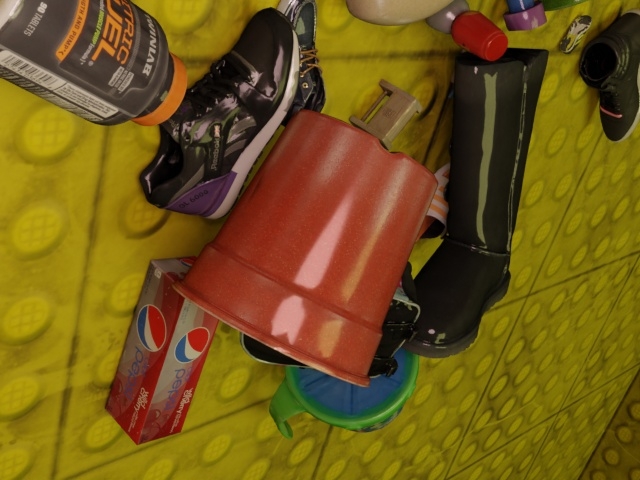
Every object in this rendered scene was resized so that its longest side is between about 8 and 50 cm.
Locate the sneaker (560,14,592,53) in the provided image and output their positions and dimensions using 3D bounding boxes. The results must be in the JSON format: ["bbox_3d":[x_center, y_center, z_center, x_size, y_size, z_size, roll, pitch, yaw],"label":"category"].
[{"bbox_3d":[0.485,-0.392,1.636,0.083,0.031,0.035,-51,160,5],"label":"sneaker"}]

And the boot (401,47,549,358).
[{"bbox_3d":[0.242,-0.076,1.397,0.367,0.146,0.445,-37,139,-55],"label":"boot"}]

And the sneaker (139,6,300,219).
[{"bbox_3d":[-0.126,-0.154,1.048,0.124,0.107,0.283,8,115,-46],"label":"sneaker"}]

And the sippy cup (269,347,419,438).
[{"bbox_3d":[0.068,0.243,1.554,0.224,0.305,0.240,68,25,-64],"label":"sippy cup"}]

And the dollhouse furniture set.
[{"bbox_3d":[0.106,-0.121,1.329,0.183,0.129,0.129,-51,147,-2],"label":"dollhouse furniture set"}]

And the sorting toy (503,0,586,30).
[{"bbox_3d":[0.435,-0.477,1.459,0.365,0.127,0.126,-31,112,-25],"label":"sorting toy"}]

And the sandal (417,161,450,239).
[{"bbox_3d":[0.197,-0.025,1.575,0.265,0.076,0.102,-49,147,-6],"label":"sandal"}]

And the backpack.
[{"bbox_3d":[0.001,0.094,1.313,0.253,0.191,0.225,5,137,-20],"label":"backpack"}]

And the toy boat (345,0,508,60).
[{"bbox_3d":[0.155,-0.369,1.164,0.267,0.148,0.318,-42,141,2],"label":"toy boat"}]

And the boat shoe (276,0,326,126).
[{"bbox_3d":[-0.022,-0.230,1.115,0.065,0.083,0.183,-16,132,-42],"label":"boat shoe"}]

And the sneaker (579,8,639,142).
[{"bbox_3d":[0.590,-0.316,1.770,0.147,0.104,0.295,-30,134,-28],"label":"sneaker"}]

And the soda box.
[{"bbox_3d":[-0.219,0.157,1.224,0.083,0.092,0.263,-7,125,-48],"label":"soda box"}]

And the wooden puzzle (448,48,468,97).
[{"bbox_3d":[0.256,-0.298,1.453,0.078,0.014,0.116,-18,134,-40],"label":"wooden puzzle"}]

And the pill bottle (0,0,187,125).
[{"bbox_3d":[-0.239,-0.194,0.845,0.130,0.130,0.246,-56,147,5],"label":"pill bottle"}]

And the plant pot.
[{"bbox_3d":[0.000,0.000,1.062,0.272,0.272,0.265,30,87,-56],"label":"plant pot"}]
